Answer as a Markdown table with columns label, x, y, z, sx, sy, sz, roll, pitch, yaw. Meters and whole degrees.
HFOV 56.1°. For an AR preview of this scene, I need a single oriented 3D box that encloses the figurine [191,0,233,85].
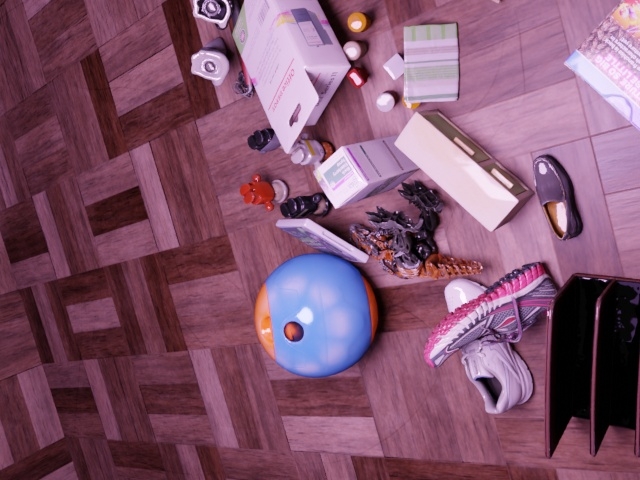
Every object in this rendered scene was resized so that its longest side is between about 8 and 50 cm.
| label | x | y | z | sx | sy | sz | roll | pitch | yaw |
| --- | --- | --- | --- | --- | --- | --- | --- | --- | --- |
| figurine | -0.257 | -0.510 | 1.471 | 0.092 | 0.209 | 0.215 | 5 | 119 | -7 |

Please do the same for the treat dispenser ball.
| label | x | y | z | sx | sy | sz | roll | pitch | yaw |
| --- | --- | --- | --- | --- | --- | --- | --- | --- | --- |
| treat dispenser ball | -0.009 | 0.173 | 1.401 | 0.288 | 0.288 | 0.289 | 11 | 109 | 34 |

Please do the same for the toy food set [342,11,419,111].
| label | x | y | z | sx | sy | sz | roll | pitch | yaw |
| --- | --- | --- | --- | --- | --- | --- | --- | --- | --- |
| toy food set | 0.126 | -0.371 | 1.293 | 0.111 | 0.104 | 0.232 | -39 | 96 | 24 |

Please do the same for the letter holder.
| label | x | y | z | sx | sy | sz | roll | pitch | yaw |
| --- | --- | --- | --- | --- | --- | --- | --- | --- | --- |
| letter holder | 0.503 | 0.236 | 1.080 | 0.151 | 0.214 | 0.302 | 5 | 106 | 36 |

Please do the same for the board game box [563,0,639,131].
| label | x | y | z | sx | sy | sz | roll | pitch | yaw |
| --- | --- | --- | --- | --- | --- | --- | --- | --- | --- |
| board game box | 0.578 | -0.310 | 0.918 | 0.232 | 0.141 | 0.291 | 51 | 126 | 15 |

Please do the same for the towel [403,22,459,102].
| label | x | y | z | sx | sy | sz | roll | pitch | yaw |
| --- | --- | --- | --- | --- | --- | --- | --- | --- | --- |
| towel | 0.223 | -0.358 | 1.218 | 0.113 | 0.023 | 0.152 | -3 | 101 | -3 |

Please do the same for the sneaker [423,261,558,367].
| label | x | y | z | sx | sy | sz | roll | pitch | yaw |
| --- | --- | --- | --- | --- | --- | --- | --- | --- | --- |
| sneaker | 0.334 | 0.159 | 1.166 | 0.299 | 0.121 | 0.112 | -32 | 86 | -4 |

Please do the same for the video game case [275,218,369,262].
| label | x | y | z | sx | sy | sz | roll | pitch | yaw |
| --- | --- | --- | --- | --- | --- | --- | --- | --- | --- |
| video game case | 0.000 | 0.000 | 1.395 | 0.022 | 0.173 | 0.190 | -62 | 21 | -10 |

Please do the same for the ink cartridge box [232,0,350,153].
| label | x | y | z | sx | sy | sz | roll | pitch | yaw |
| --- | --- | --- | --- | --- | --- | --- | --- | --- | --- |
| ink cartridge box | -0.059 | -0.391 | 1.316 | 0.207 | 0.119 | 0.354 | -50 | 58 | 53 |

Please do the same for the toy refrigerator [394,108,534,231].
| label | x | y | z | sx | sy | sz | roll | pitch | yaw |
| --- | --- | --- | --- | --- | --- | --- | --- | --- | --- |
| toy refrigerator | 0.289 | -0.149 | 1.207 | 0.269 | 0.102 | 0.094 | 47 | 125 | 18 |

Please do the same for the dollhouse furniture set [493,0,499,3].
| label | x | y | z | sx | sy | sz | roll | pitch | yaw |
| --- | --- | --- | --- | --- | --- | --- | --- | --- | --- |
| dollhouse furniture set | 0.350 | -0.512 | 1.119 | 0.081 | 0.091 | 0.114 | -5 | 130 | -2 |

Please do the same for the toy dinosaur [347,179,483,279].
| label | x | y | z | sx | sy | sz | roll | pitch | yaw |
| --- | --- | --- | --- | --- | --- | --- | --- | --- | --- |
| toy dinosaur | 0.199 | 0.003 | 1.315 | 0.321 | 0.164 | 0.219 | 5 | 128 | 21 |

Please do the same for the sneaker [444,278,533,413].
| label | x | y | z | sx | sy | sz | roll | pitch | yaw |
| --- | --- | --- | --- | --- | --- | --- | --- | --- | --- |
| sneaker | 0.341 | 0.219 | 1.253 | 0.111 | 0.129 | 0.297 | -32 | 81 | 40 |

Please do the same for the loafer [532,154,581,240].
| label | x | y | z | sx | sy | sz | roll | pitch | yaw |
| --- | --- | --- | --- | --- | --- | --- | --- | --- | --- |
| loafer | 0.443 | -0.080 | 1.135 | 0.062 | 0.061 | 0.170 | -26 | 86 | 40 |

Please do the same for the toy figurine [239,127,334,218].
| label | x | y | z | sx | sy | sz | roll | pitch | yaw |
| --- | --- | --- | --- | --- | --- | --- | --- | --- | --- |
| toy figurine | -0.073 | -0.164 | 1.456 | 0.213 | 0.148 | 0.210 | 18 | 107 | 34 |

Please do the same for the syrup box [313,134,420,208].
| label | x | y | z | sx | sy | sz | roll | pitch | yaw |
| --- | --- | --- | --- | --- | --- | --- | --- | --- | --- |
| syrup box | 0.102 | -0.149 | 1.260 | 0.093 | 0.236 | 0.096 | -38 | 79 | 38 |

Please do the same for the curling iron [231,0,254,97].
| label | x | y | z | sx | sy | sz | roll | pitch | yaw |
| --- | --- | --- | --- | --- | --- | --- | --- | --- | --- |
| curling iron | -0.210 | -0.500 | 1.527 | 0.068 | 0.035 | 0.274 | 1 | 103 | 37 |
